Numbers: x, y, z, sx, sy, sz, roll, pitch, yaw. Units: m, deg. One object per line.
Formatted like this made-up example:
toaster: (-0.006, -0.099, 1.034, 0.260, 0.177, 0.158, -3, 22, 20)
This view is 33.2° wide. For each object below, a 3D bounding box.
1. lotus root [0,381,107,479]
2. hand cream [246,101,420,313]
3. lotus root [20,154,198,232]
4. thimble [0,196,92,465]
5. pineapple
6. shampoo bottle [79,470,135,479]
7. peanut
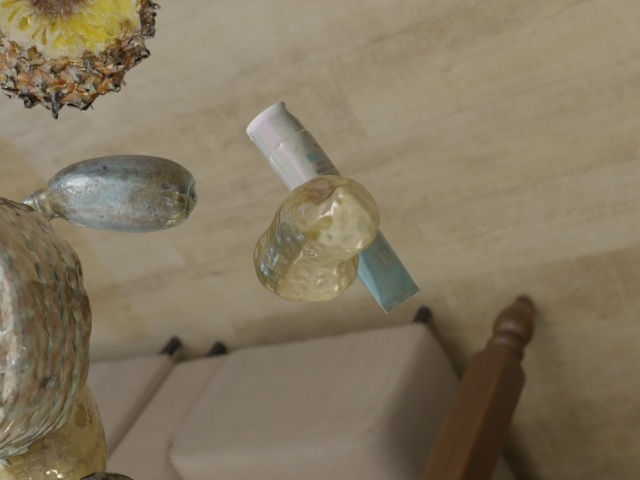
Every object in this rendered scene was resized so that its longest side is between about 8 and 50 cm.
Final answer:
lotus root: (-0.321, 0.162, 1.078, 0.343, 0.169, 0.151, 48, 159, 49)
hand cream: (0.020, -0.044, 1.415, 0.070, 0.111, 0.312, -43, 82, 28)
lotus root: (-0.388, -0.089, 1.963, 0.322, 0.158, 0.140, 2, 97, 0)
thimble: (-0.295, 0.066, 0.885, 0.196, 0.148, 0.229, -39, 80, 9)
pineapple: (-0.431, -0.371, 1.741, 0.352, 0.352, 0.300, 37, 159, -2)
shampoo bottle: (-0.236, 0.286, 0.686, 0.350, 0.084, 0.125, -44, 65, 7)
peanut: (0.000, 0.000, 1.198, 0.236, 0.110, 0.120, 139, 122, -60)
